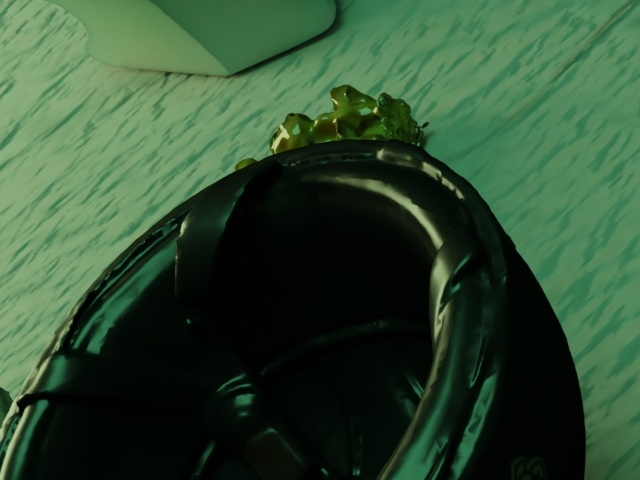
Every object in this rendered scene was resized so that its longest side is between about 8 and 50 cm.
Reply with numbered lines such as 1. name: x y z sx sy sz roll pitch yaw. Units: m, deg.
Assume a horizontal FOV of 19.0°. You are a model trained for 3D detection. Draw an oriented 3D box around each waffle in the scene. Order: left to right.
1. waffle: 0.000 0.000 0.936 0.161 0.046 0.192 13 58 48

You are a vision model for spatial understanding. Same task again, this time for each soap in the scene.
1. soap: -0.083 -0.216 1.199 0.173 0.095 0.289 -22 39 17

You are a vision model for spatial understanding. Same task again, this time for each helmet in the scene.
1. helmet: -0.006 0.107 0.729 0.230 0.160 0.279 23 77 49

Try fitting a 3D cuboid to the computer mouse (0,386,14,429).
1. computer mouse: -0.177 0.142 0.901 0.128 0.079 0.231 -36 21 -4
